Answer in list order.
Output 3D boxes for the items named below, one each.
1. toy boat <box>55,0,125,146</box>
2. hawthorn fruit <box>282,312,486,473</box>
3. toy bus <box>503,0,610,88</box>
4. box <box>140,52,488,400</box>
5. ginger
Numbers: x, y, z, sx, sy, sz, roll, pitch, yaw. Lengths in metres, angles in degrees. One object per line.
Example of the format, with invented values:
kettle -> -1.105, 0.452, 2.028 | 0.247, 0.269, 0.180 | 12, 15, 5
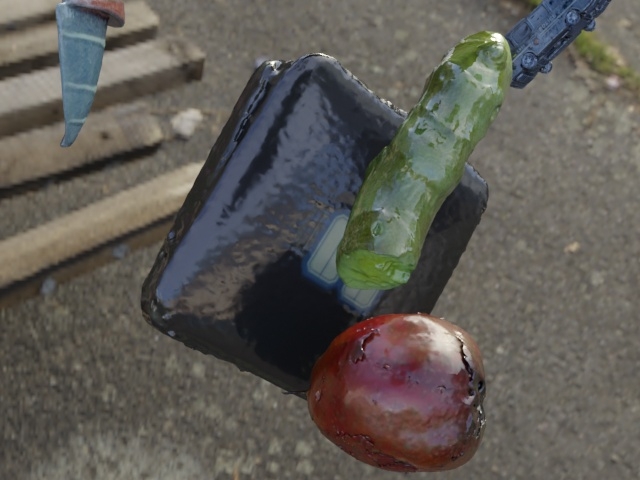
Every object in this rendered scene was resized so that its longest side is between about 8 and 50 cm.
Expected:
toy boat -> -0.185, -0.131, 1.016 | 0.034, 0.122, 0.096 | 12, 1, 18
hawthorn fruit -> 0.065, 0.171, 1.427 | 0.235, 0.181, 0.181 | -6, 44, 17
toy bus -> 0.284, -0.262, 1.636 | 0.047, 0.166, 0.065 | 5, 48, -52
box -> 0.000, 0.000, 1.534 | 0.350, 0.359, 0.091 | 31, -4, -33
ginger -> 0.099, -0.081, 1.241 | 0.089, 0.137, 0.290 | 26, 81, 10
